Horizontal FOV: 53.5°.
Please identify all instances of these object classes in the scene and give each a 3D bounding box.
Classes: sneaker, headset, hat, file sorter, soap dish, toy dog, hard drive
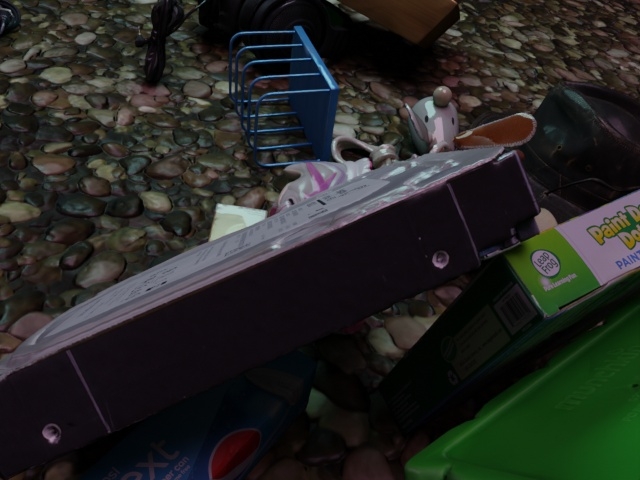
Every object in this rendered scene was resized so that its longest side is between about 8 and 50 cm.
[{"bbox_3d":[0.000,0.000,0.672,0.111,0.103,0.252,4,36,-3],"label":"sneaker"},{"bbox_3d":[-0.115,-0.345,1.022,0.243,0.185,0.394,37,32,20],"label":"headset"},{"bbox_3d":[0.372,-0.134,0.877,0.331,0.134,0.331,7,43,-6],"label":"hat"},{"bbox_3d":[-0.055,-0.191,0.848,0.104,0.118,0.170,-8,45,-17],"label":"file sorter"},{"bbox_3d":[0.095,-0.432,1.074,0.290,0.118,0.229,30,19,5],"label":"soap dish"},{"bbox_3d":[0.173,-0.103,0.770,0.220,0.161,0.334,-12,47,-26],"label":"toy dog"},{"bbox_3d":[-0.043,0.026,0.461,0.338,0.064,0.237,-23,8,-2],"label":"hard drive"}]

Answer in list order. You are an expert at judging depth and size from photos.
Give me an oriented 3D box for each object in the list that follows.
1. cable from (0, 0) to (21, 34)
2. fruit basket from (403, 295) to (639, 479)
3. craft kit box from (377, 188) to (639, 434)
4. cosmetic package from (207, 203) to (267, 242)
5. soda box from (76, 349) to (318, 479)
[{"bbox_3d":[-0.552,-0.345,0.947,0.184,0.047,0.151,1,43,-12],"label":"cable"},{"bbox_3d":[0.270,0.247,0.394,0.391,0.283,0.393,5,80,-32],"label":"fruit basket"},{"bbox_3d":[0.193,0.052,0.523,0.246,0.250,0.061,-17,65,-25],"label":"craft kit box"},{"bbox_3d":[-0.090,0.015,0.666,0.060,0.041,0.115,7,41,-6],"label":"cosmetic package"},{"bbox_3d":[-0.092,0.158,0.488,0.071,0.067,0.210,30,45,20],"label":"soda box"}]
